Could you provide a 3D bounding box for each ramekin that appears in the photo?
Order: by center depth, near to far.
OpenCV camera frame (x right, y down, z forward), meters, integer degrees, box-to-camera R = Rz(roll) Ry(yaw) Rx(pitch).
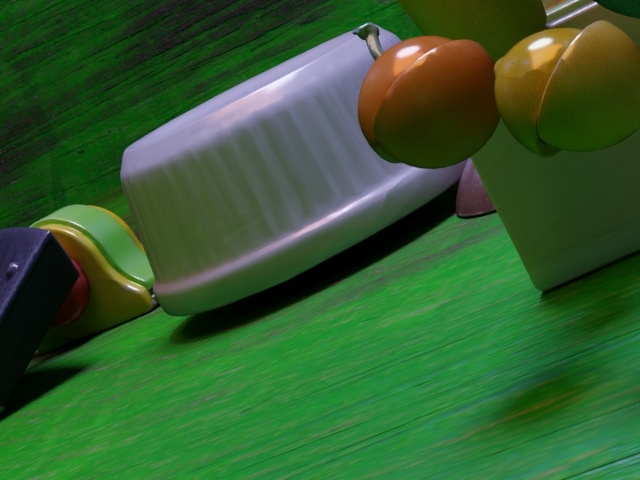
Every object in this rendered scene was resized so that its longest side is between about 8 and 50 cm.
[{"bbox_3d":[-0.026,-0.060,1.416,0.273,0.127,0.273,-27,7,4],"label":"ramekin"}]

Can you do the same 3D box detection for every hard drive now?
[{"bbox_3d":[-0.287,0.073,1.570,0.255,0.054,0.172,-6,53,63],"label":"hard drive"}]

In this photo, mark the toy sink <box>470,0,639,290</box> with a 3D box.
[{"bbox_3d":[0.169,-0.088,1.015,0.153,0.131,0.234,-24,8,19],"label":"toy sink"}]

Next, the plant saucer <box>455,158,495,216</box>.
[{"bbox_3d":[0.175,-0.077,1.302,0.199,0.036,0.198,-26,6,3],"label":"plant saucer"}]

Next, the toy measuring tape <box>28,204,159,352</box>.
[{"bbox_3d":[-0.169,0.006,1.660,0.330,0.121,0.121,-23,9,33],"label":"toy measuring tape"}]

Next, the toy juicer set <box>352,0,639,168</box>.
[{"bbox_3d":[0.145,-0.125,0.768,0.329,0.089,0.209,-18,24,33],"label":"toy juicer set"}]
